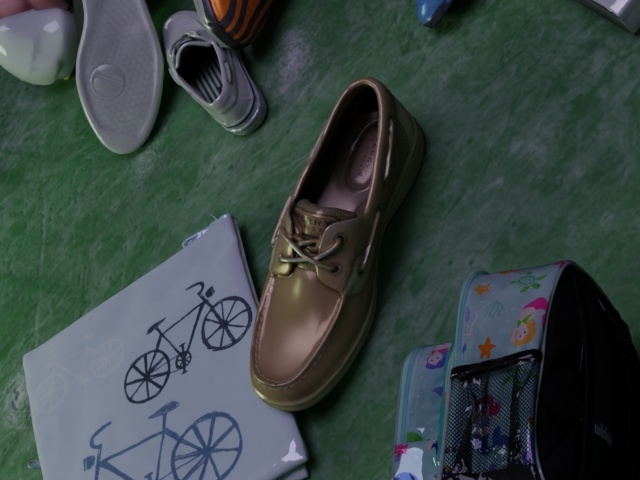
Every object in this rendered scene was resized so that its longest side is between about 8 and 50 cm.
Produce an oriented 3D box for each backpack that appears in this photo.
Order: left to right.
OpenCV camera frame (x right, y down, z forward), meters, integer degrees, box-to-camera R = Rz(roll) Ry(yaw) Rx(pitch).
[{"bbox_3d":[0.177,0.150,1.537,0.191,0.225,0.254,-6,58,31],"label":"backpack"}]

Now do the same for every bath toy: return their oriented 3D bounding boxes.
[{"bbox_3d":[-0.384,-0.339,2.334,0.151,0.129,0.348,120,148,-46],"label":"bath toy"}]

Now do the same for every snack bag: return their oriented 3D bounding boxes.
[{"bbox_3d":[-0.177,0.178,1.934,0.323,0.037,0.343,-34,49,18],"label":"snack bag"}]

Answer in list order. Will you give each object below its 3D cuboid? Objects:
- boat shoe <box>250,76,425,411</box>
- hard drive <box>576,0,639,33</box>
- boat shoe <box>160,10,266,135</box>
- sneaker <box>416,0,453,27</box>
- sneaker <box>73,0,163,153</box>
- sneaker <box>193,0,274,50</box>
[{"bbox_3d":[0.000,0.000,1.825,0.121,0.110,0.341,10,70,26],"label":"boat shoe"},{"bbox_3d":[0.342,-0.398,1.840,0.353,0.047,0.233,-52,45,3],"label":"hard drive"},{"bbox_3d":[-0.133,-0.209,2.092,0.083,0.076,0.226,-48,46,6],"label":"boat shoe"},{"bbox_3d":[0.123,-0.329,1.912,0.069,0.082,0.209,-107,33,-73],"label":"sneaker"},{"bbox_3d":[-0.242,-0.246,2.197,0.104,0.147,0.296,-9,87,-1],"label":"sneaker"},{"bbox_3d":[-0.039,-0.372,2.075,0.180,0.124,0.321,-9,61,36],"label":"sneaker"}]
